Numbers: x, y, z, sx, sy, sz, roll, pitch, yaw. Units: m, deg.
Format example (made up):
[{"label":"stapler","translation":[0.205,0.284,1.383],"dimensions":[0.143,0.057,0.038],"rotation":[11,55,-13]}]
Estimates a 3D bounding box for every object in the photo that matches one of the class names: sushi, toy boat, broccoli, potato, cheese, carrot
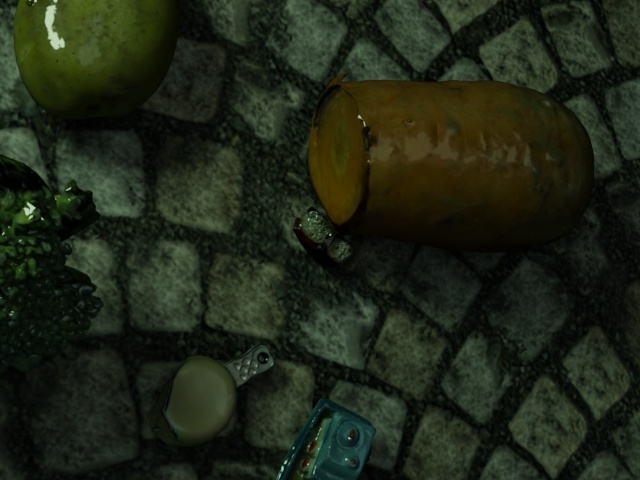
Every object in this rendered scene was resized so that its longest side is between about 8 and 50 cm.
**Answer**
[{"label":"sushi","translation":[0.000,0.000,1.741],"dimensions":[0.083,0.044,0.046],"rotation":[45,85,-9]},{"label":"toy boat","translation":[-0.001,0.307,1.633],"dimensions":[0.109,0.098,0.238],"rotation":[28,68,-15]},{"label":"broccoli","translation":[-0.400,0.023,1.398],"dimensions":[0.317,0.338,0.277],"rotation":[-54,135,-47]},{"label":"potato","translation":[-0.259,-0.252,1.596],"dimensions":[0.197,0.148,0.228],"rotation":[-1,80,-40]},{"label":"cheese","translation":[-0.131,0.170,1.625],"dimensions":[0.092,0.047,0.171],"rotation":[46,64,-14]},{"label":"carrot","translation":[0.169,-0.093,1.737],"dimensions":[0.340,0.224,0.224],"rotation":[-1,79,-23]}]
